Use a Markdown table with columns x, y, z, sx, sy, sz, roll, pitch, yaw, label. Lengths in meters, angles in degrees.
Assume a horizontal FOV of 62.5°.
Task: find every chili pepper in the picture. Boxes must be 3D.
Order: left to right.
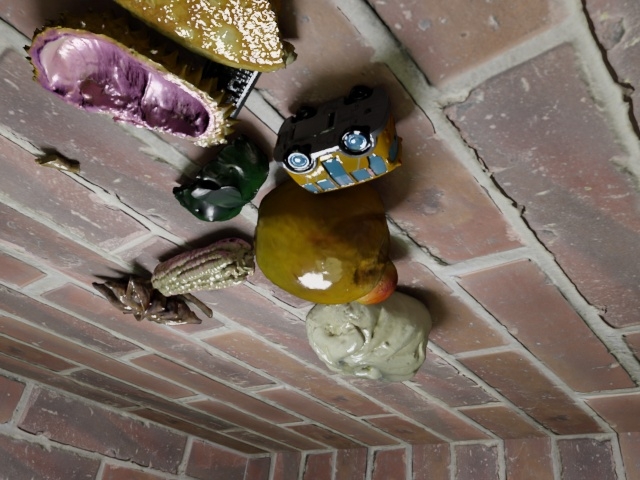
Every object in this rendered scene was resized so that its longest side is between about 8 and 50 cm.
| x | y | z | sx | sy | sz | roll | pitch | yaw | label |
| --- | --- | --- | --- | --- | --- | --- | --- | --- | --- |
| -0.196 | -0.102 | 1.059 | 0.148 | 0.116 | 0.264 | 23 | 145 | -26 | chili pepper |

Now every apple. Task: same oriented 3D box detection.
| x | y | z | sx | sy | sz | roll | pitch | yaw | label |
| --- | --- | --- | --- | --- | --- | --- | --- | --- | --- |
| 0.109 | 0.085 | 1.246 | 0.146 | 0.146 | 0.146 | 6 | 147 | 4 | apple |

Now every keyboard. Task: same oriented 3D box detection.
| x | y | z | sx | sy | sz | roll | pitch | yaw | label |
| --- | --- | --- | --- | --- | --- | --- | --- | --- | --- |
| -0.182 | -0.246 | 0.924 | 0.093 | 0.025 | 0.230 | 19 | 145 | -21 | keyboard |

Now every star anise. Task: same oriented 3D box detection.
| x | y | z | sx | sy | sz | roll | pitch | yaw | label |
| --- | --- | --- | --- | --- | --- | --- | --- | --- | --- |
| -0.496 | 0.180 | 1.560 | 0.349 | 0.109 | 0.292 | -11 | 151 | 43 | star anise |

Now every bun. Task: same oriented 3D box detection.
| x | y | z | sx | sy | sz | roll | pitch | yaw | label |
| --- | --- | --- | --- | --- | --- | --- | --- | --- | --- |
| 0.136 | 0.280 | 1.476 | 0.359 | 0.211 | 0.360 | 6 | 148 | 4 | bun |

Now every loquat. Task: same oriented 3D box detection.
| x | y | z | sx | sy | sz | roll | pitch | yaw | label |
| --- | --- | --- | --- | --- | --- | --- | --- | --- | --- |
| 0.000 | 0.000 | 1.053 | 0.284 | 0.276 | 0.276 | 2 | 146 | 14 | loquat |

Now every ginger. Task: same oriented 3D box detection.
| x | y | z | sx | sy | sz | roll | pitch | yaw | label |
| --- | --- | --- | --- | --- | --- | --- | --- | --- | --- |
| -0.561 | -0.167 | 1.119 | 0.097 | 0.030 | 0.048 | 12 | 174 | -2 | ginger |

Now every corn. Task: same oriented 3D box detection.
| x | y | z | sx | sy | sz | roll | pitch | yaw | label |
| --- | --- | --- | --- | --- | --- | --- | --- | --- | --- |
| -0.310 | 0.072 | 1.353 | 0.335 | 0.127 | 0.126 | -12 | 142 | 33 | corn |

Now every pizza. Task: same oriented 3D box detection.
| x | y | z | sx | sy | sz | roll | pitch | yaw | label |
| --- | --- | --- | --- | --- | --- | --- | --- | --- | --- |
| -0.184 | -0.339 | 0.731 | 0.268 | 0.087 | 0.258 | 2 | 150 | 11 | pizza |

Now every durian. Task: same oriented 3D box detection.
| x | y | z | sx | sy | sz | roll | pitch | yaw | label |
| --- | --- | --- | --- | --- | --- | --- | --- | --- | --- |
| -0.282 | -0.269 | 0.824 | 0.341 | 0.112 | 0.191 | 18 | 143 | -8 | durian |

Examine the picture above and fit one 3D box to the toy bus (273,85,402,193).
| x | y | z | sx | sy | sz | roll | pitch | yaw | label |
| --- | --- | --- | --- | --- | --- | --- | --- | --- | --- |
| 0.038 | -0.162 | 0.903 | 0.209 | 0.126 | 0.136 | -14 | 137 | 25 | toy bus |
